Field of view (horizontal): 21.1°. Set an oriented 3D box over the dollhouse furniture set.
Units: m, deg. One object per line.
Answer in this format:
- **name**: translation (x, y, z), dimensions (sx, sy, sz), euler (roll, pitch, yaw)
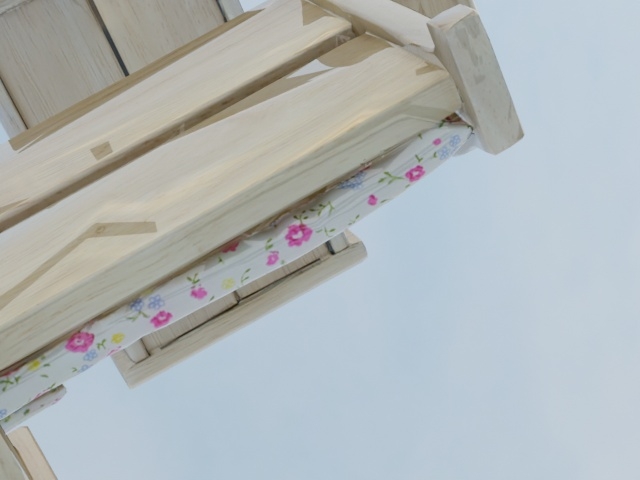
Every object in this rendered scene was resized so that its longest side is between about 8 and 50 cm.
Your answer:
- **dollhouse furniture set**: translation (0.000, 0.000, 0.558), dimensions (0.303, 0.355, 0.174), euler (-30, -63, -9)
